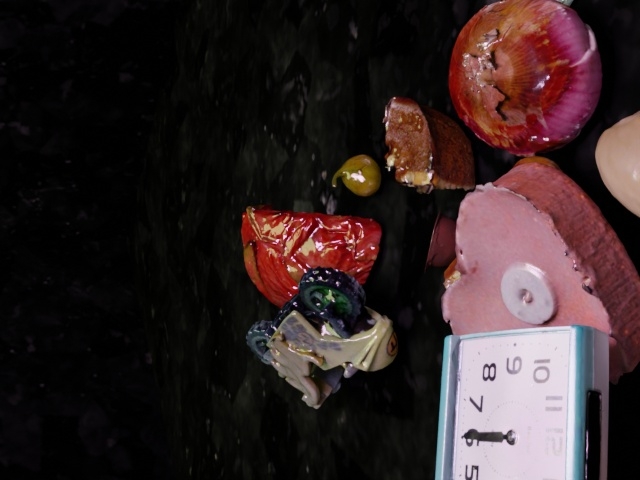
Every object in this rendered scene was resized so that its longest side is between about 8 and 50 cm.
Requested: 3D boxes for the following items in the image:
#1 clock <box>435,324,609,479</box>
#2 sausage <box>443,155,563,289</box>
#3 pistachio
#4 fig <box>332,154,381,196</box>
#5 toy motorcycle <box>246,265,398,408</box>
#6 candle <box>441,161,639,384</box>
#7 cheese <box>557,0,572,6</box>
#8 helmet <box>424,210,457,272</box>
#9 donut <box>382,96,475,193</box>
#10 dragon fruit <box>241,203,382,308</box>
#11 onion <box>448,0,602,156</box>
[{"bbox_3d":[0.254,0.243,1.077,0.231,0.116,0.262,-14,66,52],"label":"clock"},{"bbox_3d":[0.271,-0.014,1.303,0.076,0.103,0.302,43,136,17],"label":"sausage"},{"bbox_3d":[0.404,-0.066,1.000,0.226,0.135,0.136,57,140,39],"label":"pistachio"},{"bbox_3d":[0.071,-0.131,1.747,0.082,0.098,0.084,164,116,-66],"label":"fig"},{"bbox_3d":[0.004,0.191,1.746,0.169,0.237,0.410,-55,6,-35],"label":"toy motorcycle"},{"bbox_3d":[0.307,0.063,1.150,0.287,0.131,0.317,32,139,40],"label":"candle"},{"bbox_3d":[0.325,-0.369,1.278,0.121,0.026,0.067,68,149,32],"label":"cheese"},{"bbox_3d":[0.214,0.009,1.481,0.089,0.057,0.111,-64,-15,-53],"label":"helmet"},{"bbox_3d":[0.185,-0.154,1.468,0.186,0.126,0.144,28,108,58],"label":"donut"},{"bbox_3d":[0.000,0.000,1.845,0.330,0.302,0.240,-23,36,47],"label":"dragon fruit"},{"bbox_3d":[0.265,-0.222,1.209,0.230,0.163,0.230,11,108,36],"label":"onion"}]
